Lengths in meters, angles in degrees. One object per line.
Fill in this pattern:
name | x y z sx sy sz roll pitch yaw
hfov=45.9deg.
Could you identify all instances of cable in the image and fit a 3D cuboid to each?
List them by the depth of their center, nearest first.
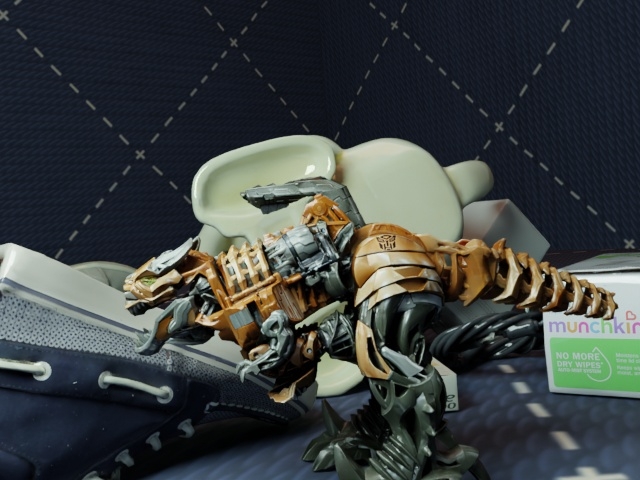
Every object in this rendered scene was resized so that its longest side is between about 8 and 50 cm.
cable | 0.198 0.117 0.848 0.151 0.047 0.184 -22 -20 9

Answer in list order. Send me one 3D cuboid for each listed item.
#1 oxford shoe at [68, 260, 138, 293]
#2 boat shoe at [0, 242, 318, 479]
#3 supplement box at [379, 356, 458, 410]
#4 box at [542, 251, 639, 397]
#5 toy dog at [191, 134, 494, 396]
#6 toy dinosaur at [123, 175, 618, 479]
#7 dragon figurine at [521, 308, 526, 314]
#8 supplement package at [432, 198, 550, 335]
oxford shoe | -0.510 0.129 1.487 0.130 0.169 0.449 46 23 30
boat shoe | -0.154 0.134 0.606 0.341 0.158 0.127 28 -23 -33
supplement box | 0.092 0.141 0.740 0.062 0.036 0.098 -4 2 -4
box | 0.385 0.073 0.747 0.262 0.126 0.231 -3 3 34
toy dog | 0.000 0.000 1.017 0.395 0.284 0.408 -38 1 -15
toy dinosaur | 0.035 0.062 0.516 0.322 0.218 0.164 -4 1 19
dragon figurine | 0.366 0.085 1.042 0.144 0.085 0.289 -5 0 -1
supplement package | 0.215 0.043 1.051 0.105 0.179 0.105 43 -19 -20
